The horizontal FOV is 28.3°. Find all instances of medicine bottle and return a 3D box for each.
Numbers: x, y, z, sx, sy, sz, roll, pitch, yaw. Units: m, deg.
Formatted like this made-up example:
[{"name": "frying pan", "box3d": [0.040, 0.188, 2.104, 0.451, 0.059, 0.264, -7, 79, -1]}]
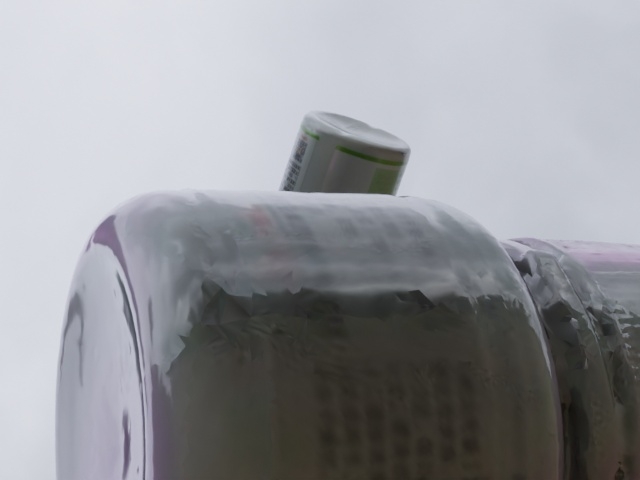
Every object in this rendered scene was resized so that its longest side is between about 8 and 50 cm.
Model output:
[{"name": "medicine bottle", "box3d": [0.000, 0.000, 0.963, 0.086, 0.086, 0.183, 9, -71, -33]}, {"name": "medicine bottle", "box3d": [0.039, 0.102, 0.672, 0.325, 0.256, 0.256, 0, -63, -22]}]
